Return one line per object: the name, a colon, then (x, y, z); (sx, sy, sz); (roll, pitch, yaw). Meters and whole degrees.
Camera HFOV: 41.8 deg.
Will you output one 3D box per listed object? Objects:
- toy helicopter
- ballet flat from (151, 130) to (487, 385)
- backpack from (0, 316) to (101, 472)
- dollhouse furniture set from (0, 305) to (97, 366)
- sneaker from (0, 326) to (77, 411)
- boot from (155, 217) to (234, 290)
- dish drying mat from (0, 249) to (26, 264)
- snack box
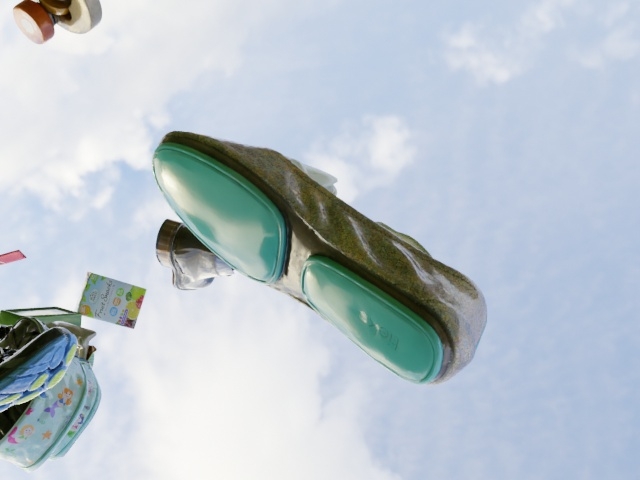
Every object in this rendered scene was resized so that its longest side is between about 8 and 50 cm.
toy helicopter: (-0.503, -0.527, 1.477); (0.235, 0.355, 0.140); (5, -137, 49)
ballet flat: (0.000, 0.000, 0.687); (0.316, 0.107, 0.106); (38, -136, 19)
backpack: (-0.511, 0.283, 1.494); (0.225, 0.191, 0.253); (-53, -150, -3)
dollhouse furniture set: (-0.539, 0.263, 1.770); (0.301, 0.151, 0.198); (9, -87, 36)
sneaker: (-0.315, 0.125, 0.789); (0.188, 0.067, 0.078); (-27, -108, 16)
boot: (-0.157, 0.038, 1.207); (0.106, 0.219, 0.082); (13, -104, 10)
dish drying mat: (-0.754, 0.042, 2.033); (0.083, 0.032, 0.008); (-13, -138, 22)
snack box: (-0.483, 0.139, 1.932); (0.037, 0.141, 0.100); (4, -105, 57)
